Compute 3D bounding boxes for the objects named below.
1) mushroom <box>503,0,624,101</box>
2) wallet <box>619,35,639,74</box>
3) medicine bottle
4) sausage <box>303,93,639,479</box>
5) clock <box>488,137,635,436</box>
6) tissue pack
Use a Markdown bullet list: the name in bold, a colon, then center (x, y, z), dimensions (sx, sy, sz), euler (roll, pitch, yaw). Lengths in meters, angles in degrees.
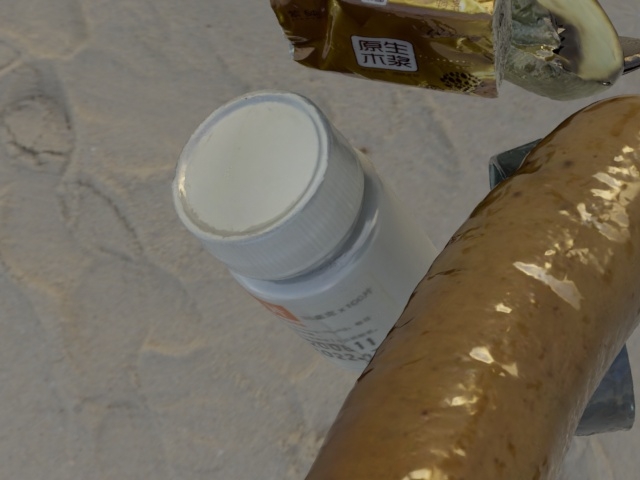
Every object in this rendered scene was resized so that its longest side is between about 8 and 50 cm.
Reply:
- **mushroom**: center (0.276, -0.265, 1.545), dimensions (0.212, 0.292, 0.217), euler (-27, 79, 22)
- **wallet**: center (0.446, -0.290, 1.786), dimensions (0.132, 0.243, 0.039), euler (-14, 108, -8)
- **medicine bottle**: center (0.000, 0.000, 1.346), dimensions (0.211, 0.371, 0.211), euler (-13, 59, 22)
- **sausage**: center (0.094, 0.085, 0.644), dimensions (0.136, 0.501, 0.123), euler (4, 132, 39)
- **clock**: center (0.217, 0.045, 1.058), dimensions (0.055, 0.280, 0.281), euler (-16, 96, 3)
- **tissue pack**: center (0.071, -0.223, 1.125), dimensions (0.226, 0.183, 0.092), euler (9, 72, 13)
